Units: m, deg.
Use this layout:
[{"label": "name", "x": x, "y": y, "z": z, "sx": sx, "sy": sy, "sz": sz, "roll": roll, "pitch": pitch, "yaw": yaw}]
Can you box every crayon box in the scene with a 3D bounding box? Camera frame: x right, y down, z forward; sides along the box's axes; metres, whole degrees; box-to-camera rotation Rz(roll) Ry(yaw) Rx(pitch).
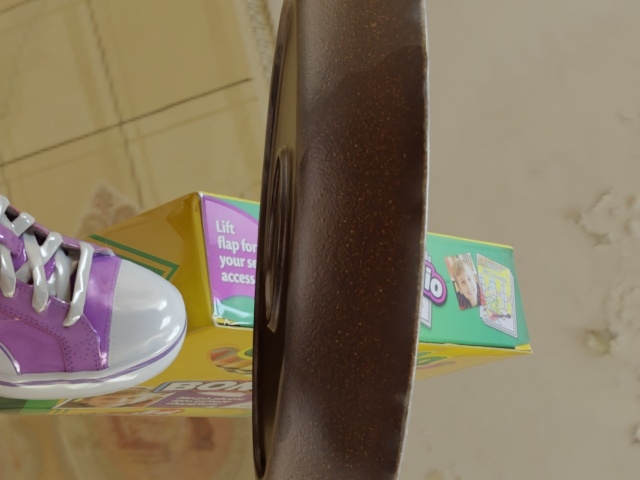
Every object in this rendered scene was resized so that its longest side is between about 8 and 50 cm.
[{"label": "crayon box", "x": -0.063, "y": 0.070, "z": 1.104, "sx": 0.313, "sy": 0.363, "sz": 0.106, "roll": -18, "pitch": -108, "yaw": 41}]

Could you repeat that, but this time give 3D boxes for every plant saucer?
[{"label": "plant saucer", "x": 0.000, "y": 0.000, "z": 0.640, "sx": 0.050, "sy": 0.310, "sz": 0.311, "roll": 4, "pitch": -82, "yaw": -5}]

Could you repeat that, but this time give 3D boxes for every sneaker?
[{"label": "sneaker", "x": -0.202, "y": 0.003, "z": 0.777, "sx": 0.282, "sy": 0.102, "sz": 0.161, "roll": 11, "pitch": -40, "yaw": -16}]
